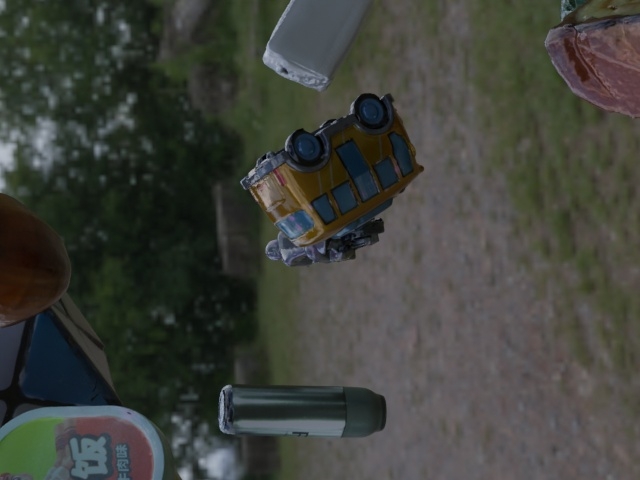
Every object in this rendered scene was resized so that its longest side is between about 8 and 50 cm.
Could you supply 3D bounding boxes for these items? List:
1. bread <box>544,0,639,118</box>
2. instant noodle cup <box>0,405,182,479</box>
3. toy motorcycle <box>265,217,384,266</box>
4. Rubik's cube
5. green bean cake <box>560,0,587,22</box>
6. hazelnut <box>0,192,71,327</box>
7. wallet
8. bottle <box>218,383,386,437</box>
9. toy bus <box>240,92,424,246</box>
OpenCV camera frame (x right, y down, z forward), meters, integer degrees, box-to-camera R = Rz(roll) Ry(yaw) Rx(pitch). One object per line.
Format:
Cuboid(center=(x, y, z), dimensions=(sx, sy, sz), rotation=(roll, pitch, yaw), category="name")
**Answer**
Cuboid(center=(0.378, -0.226, 1.450), dimensions=(0.190, 0.244, 0.123), rotation=(2, 124, 45), category="bread")
Cuboid(center=(-0.272, 0.394, 1.771), dimensions=(0.308, 0.293, 0.294), rotation=(63, -162, -54), category="instant noodle cup")
Cuboid(center=(0.000, 0.000, 1.962), dimensions=(0.225, 0.152, 0.073), rotation=(162, 96, -77), category="toy motorcycle")
Cuboid(center=(-0.561, 0.217, 2.438), dimensions=(0.310, 0.307, 0.305), rotation=(59, 179, -23), category="Rubik's cube")
Cuboid(center=(0.454, -0.271, 1.737), dimensions=(0.169, 0.300, 0.308), rotation=(78, -162, -62), category="green bean cake")
Cuboid(center=(-0.449, 0.026, 1.935), dimensions=(0.176, 0.214, 0.214), rotation=(-52, 28, 32), category="hazelnut")
Cuboid(center=(-0.003, -0.255, 1.659), dimensions=(0.190, 0.095, 0.033), rotation=(-62, -3, -40), category="wallet")
Cuboid(center=(-0.028, 0.260, 2.104), dimensions=(0.096, 0.253, 0.080), rotation=(173, 99, -77), category="bottle")
Cuboid(center=(0.023, -0.082, 1.673), dimensions=(0.136, 0.209, 0.126), rotation=(58, 151, -1), category="toy bus")
